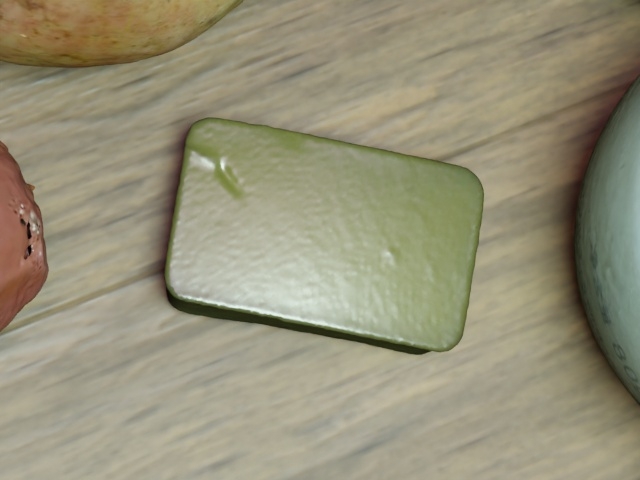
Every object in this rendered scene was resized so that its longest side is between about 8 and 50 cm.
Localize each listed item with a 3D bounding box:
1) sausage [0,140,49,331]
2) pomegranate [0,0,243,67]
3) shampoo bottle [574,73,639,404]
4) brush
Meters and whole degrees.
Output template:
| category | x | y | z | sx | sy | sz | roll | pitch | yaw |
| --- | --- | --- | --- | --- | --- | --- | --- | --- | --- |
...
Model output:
| category | x | y | z | sx | sy | sz | roll | pitch | yaw |
| --- | --- | --- | --- | --- | --- | --- | --- | --- | --- |
| sausage | -0.286 | 0.030 | 1.048 | 0.279 | 0.152 | 0.152 | -33 | 88 | -30 |
| pomegranate | -0.149 | -0.265 | 1.070 | 0.322 | 0.322 | 0.322 | 1 | 81 | -9 |
| shampoo bottle | 0.316 | -0.001 | 1.086 | 0.322 | 0.317 | 0.322 | 2 | 83 | -18 |
| brush | 0.000 | 0.000 | 1.159 | 0.197 | 0.059 | 0.123 | 11 | 76 | -8 |
